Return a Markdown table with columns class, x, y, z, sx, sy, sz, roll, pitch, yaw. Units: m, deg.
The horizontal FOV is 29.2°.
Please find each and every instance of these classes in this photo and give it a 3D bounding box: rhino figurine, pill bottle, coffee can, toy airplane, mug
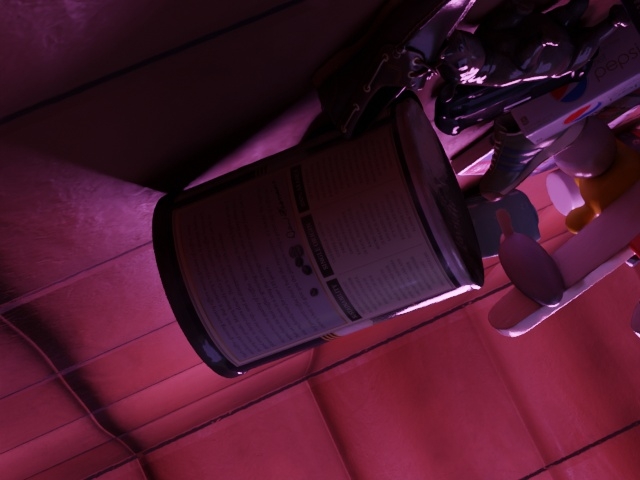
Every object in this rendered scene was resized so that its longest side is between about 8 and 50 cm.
| class | x | y | z | sx | sy | sz | roll | pitch | yaw |
| --- | --- | --- | --- | --- | --- | --- | --- | --- | --- |
| rhino figurine | 0.187 | -0.190 | 1.207 | 0.243 | 0.073 | 0.106 | -17 | 162 | -32 |
| pill bottle | 0.484 | -0.111 | 2.099 | 0.180 | 0.108 | 0.108 | -23 | 168 | -13 |
| coffee can | 0.000 | 0.000 | 1.231 | 0.275 | 0.201 | 0.201 | -21 | 170 | 15 |
| toy airplane | 0.415 | -0.049 | 1.654 | 0.386 | 0.272 | 0.384 | -51 | -167 | -28 |
| mug | 0.287 | -0.034 | 2.019 | 0.129 | 0.097 | 0.158 | -16 | -175 | 13 |

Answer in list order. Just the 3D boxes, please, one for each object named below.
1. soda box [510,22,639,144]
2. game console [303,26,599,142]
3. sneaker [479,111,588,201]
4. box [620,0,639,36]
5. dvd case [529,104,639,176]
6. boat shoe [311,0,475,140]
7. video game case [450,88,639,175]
| class | x | y | z | sx | sy | sz | roll | pitch | yaw |
| --- | --- | --- | --- | --- | --- | --- | --- | --- | --- |
| soda box | 0.332 | -0.200 | 1.480 | 0.216 | 0.069 | 0.074 | -30 | 167 | 16 |
| game console | 0.149 | -0.144 | 1.403 | 0.361 | 0.044 | 0.213 | -23 | 169 | -4 |
| sneaker | 0.256 | -0.131 | 1.615 | 0.192 | 0.086 | 0.064 | -40 | -159 | 43 |
| box | 0.382 | -0.207 | 1.207 | 0.108 | 0.207 | 0.153 | -31 | 167 | 24 |
| dvd case | 0.380 | -0.149 | 1.935 | 0.164 | 0.018 | 0.221 | -19 | 166 | -28 |
| boat shoe | 0.073 | -0.163 | 1.083 | 0.073 | 0.073 | 0.207 | -11 | 161 | -39 |
| video game case | 0.342 | -0.170 | 1.702 | 0.204 | 0.025 | 0.285 | -6 | 158 | -46 |
